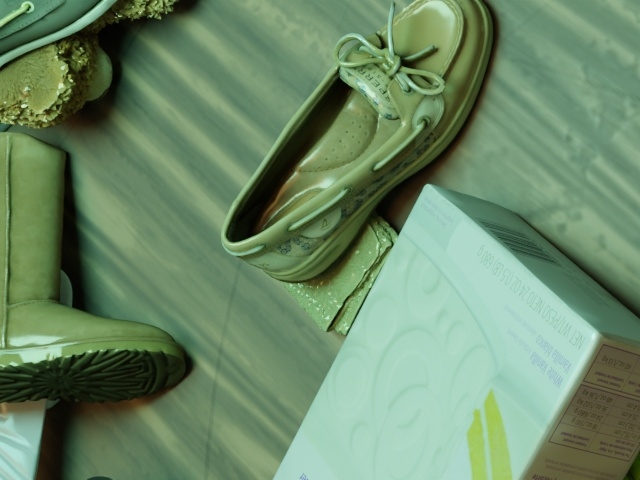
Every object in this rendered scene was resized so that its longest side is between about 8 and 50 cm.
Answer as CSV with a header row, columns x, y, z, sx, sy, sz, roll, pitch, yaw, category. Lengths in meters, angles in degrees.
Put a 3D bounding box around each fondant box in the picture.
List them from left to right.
x,y,z,sx,sy,sz,roll,pitch,yaw,category
0.094,0.158,1.123,0.238,0.096,0.330,46,116,53,fondant box

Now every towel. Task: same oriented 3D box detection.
x,y,z,sx,sy,sz,roll,pitch,yaw,category
0.000,0.000,1.294,0.148,0.027,0.110,45,113,30,towel

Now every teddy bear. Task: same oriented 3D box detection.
x,y,z,sx,sy,sz,roll,pitch,yaw,category
-0.225,-0.264,1.452,0.245,0.113,0.338,-10,73,29,teddy bear

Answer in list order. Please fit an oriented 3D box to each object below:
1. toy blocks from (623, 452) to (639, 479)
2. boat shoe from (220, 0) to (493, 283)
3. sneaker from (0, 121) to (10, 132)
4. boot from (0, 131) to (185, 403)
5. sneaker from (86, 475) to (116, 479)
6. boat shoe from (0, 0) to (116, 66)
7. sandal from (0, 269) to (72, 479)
x,y,z,sx,sy,sz,roll,pitch,yaw,category
0.222,0.229,1.089,0.123,0.054,0.148,-40,64,28,toy blocks
0.031,-0.089,1.218,0.104,0.089,0.285,38,96,30,boat shoe
-0.431,-0.087,1.552,0.295,0.147,0.104,-50,62,24,sneaker
-0.252,0.016,1.427,0.089,0.236,0.269,102,164,-54,boot
-0.254,0.315,1.378,0.283,0.124,0.107,-22,51,22,sneaker
-0.280,-0.227,1.354,0.305,0.091,0.109,-30,65,20,boat shoe
-0.301,0.151,1.464,0.102,0.076,0.265,8,75,1,sandal
